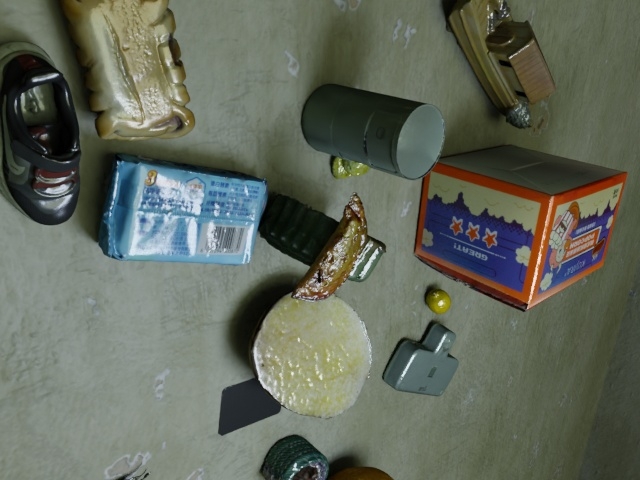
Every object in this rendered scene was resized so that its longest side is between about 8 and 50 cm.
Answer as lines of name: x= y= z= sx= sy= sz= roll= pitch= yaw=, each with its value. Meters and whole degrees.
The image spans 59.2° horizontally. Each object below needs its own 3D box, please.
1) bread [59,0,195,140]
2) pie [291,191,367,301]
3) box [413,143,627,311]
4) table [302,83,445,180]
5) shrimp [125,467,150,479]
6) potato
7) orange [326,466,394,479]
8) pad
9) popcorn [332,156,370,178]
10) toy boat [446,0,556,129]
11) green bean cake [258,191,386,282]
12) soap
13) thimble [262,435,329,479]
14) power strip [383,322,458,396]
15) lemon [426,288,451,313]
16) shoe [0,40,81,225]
bread: x=-0.245 y=-0.230 z=0.725 sx=0.134 sy=0.081 sz=0.225 roll=-22 pitch=125 yaw=-29
pie: x=0.033 y=0.022 z=0.888 sx=0.088 sy=0.033 sz=0.191 roll=27 pitch=95 yaw=-48
box: x=0.455 y=-0.053 z=1.308 sx=0.349 sy=0.319 sz=0.256 roll=-17 pitch=121 yaw=-39
table: x=0.086 y=-0.190 z=0.961 sx=0.126 sy=0.220 sz=0.126 roll=-22 pitch=123 yaw=-38
shrimp: x=-0.360 y=0.465 z=0.950 sx=0.073 sy=0.075 sz=0.190 roll=50 pitch=58 yaw=-11
potato: x=-0.032 y=0.211 z=1.114 sx=0.299 sy=0.116 sz=0.239 roll=35 pitch=76 yaw=-35
orange: x=0.102 y=0.671 z=1.346 sx=0.264 sy=0.264 sz=0.264 roll=-20 pitch=122 yaw=-37
pad: x=-0.137 y=0.328 z=1.145 sx=0.157 sy=0.003 sz=0.112 roll=-8 pitch=114 yaw=-42
popcorn: x=0.058 y=-0.149 z=1.074 sx=0.083 sy=0.068 sz=0.059 roll=-23 pitch=105 yaw=10
toy boat: x=0.402 y=-0.391 z=1.214 sx=0.446 sy=0.162 sz=0.135 roll=33 pitch=87 yaw=-47
green bean cake: x=0.000 y=0.000 z=0.996 sx=0.173 sy=0.181 sz=0.094 roll=24 pitch=93 yaw=-49
soap: x=-0.200 y=-0.041 z=0.859 sx=0.293 sy=0.077 sz=0.156 roll=6 pitch=103 yaw=-46
thimble: x=-0.052 y=0.504 z=1.246 sx=0.135 sy=0.090 sz=0.118 roll=32 pitch=83 yaw=-45
power strip: x=0.290 y=0.317 z=1.509 sx=0.265 sy=0.059 sz=0.193 roll=25 pitch=95 yaw=-47
lemon: x=0.302 y=0.155 z=1.444 sx=0.062 sy=0.062 sz=0.083 roll=-52 pitch=136 yaw=-13
shoe: x=-0.333 y=-0.116 z=0.671 sx=0.099 sy=0.112 sz=0.227 roll=-21 pitch=120 yaw=-38
